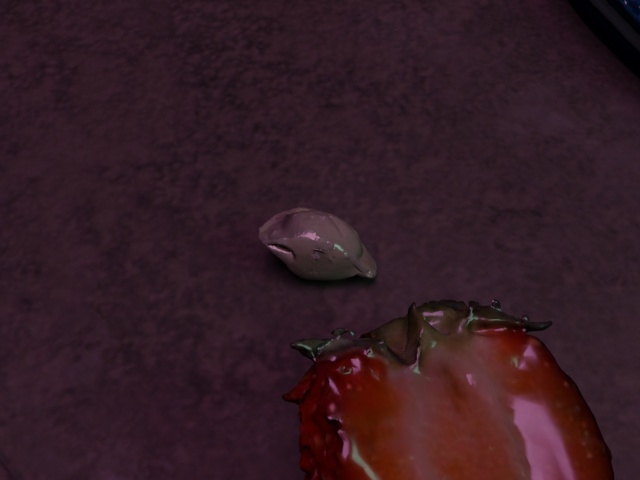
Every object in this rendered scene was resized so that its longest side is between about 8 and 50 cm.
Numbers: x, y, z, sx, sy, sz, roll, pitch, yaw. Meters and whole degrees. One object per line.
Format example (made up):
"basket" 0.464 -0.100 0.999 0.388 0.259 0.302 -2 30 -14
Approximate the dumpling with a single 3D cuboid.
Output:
"dumpling" -0.001 -0.001 0.682 0.077 0.043 0.059 1 33 9

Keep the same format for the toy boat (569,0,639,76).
"toy boat" 0.264 -0.170 0.770 0.096 0.061 0.299 -21 55 -11

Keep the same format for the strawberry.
"strawberry" 0.086 0.140 0.546 0.174 0.098 0.228 -23 67 -31
